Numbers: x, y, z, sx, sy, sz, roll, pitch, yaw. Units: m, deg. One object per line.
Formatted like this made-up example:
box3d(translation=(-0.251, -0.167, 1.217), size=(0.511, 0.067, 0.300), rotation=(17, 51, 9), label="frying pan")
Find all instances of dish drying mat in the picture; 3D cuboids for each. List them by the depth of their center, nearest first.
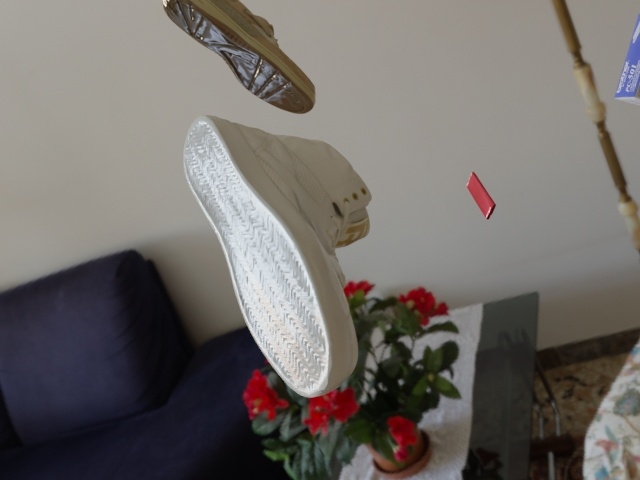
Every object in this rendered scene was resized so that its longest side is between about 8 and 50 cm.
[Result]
box3d(translation=(0.252, -0.071, 1.129), size=(0.008, 0.032, 0.083), rotation=(-1, 42, -17), label="dish drying mat")

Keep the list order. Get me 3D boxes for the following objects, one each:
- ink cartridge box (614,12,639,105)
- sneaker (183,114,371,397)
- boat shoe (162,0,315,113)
box3d(translation=(0.439, -0.179, 0.790), size=(0.207, 0.097, 0.046), rotation=(13, 8, -9), label="ink cartridge box")
box3d(translation=(0.000, 0.000, 0.659), size=(0.169, 0.292, 0.108), rotation=(2, -41, -39), label="sneaker")
box3d(translation=(-0.117, -0.336, 1.208), size=(0.109, 0.302, 0.098), rotation=(-27, 29, 59), label="boat shoe")
